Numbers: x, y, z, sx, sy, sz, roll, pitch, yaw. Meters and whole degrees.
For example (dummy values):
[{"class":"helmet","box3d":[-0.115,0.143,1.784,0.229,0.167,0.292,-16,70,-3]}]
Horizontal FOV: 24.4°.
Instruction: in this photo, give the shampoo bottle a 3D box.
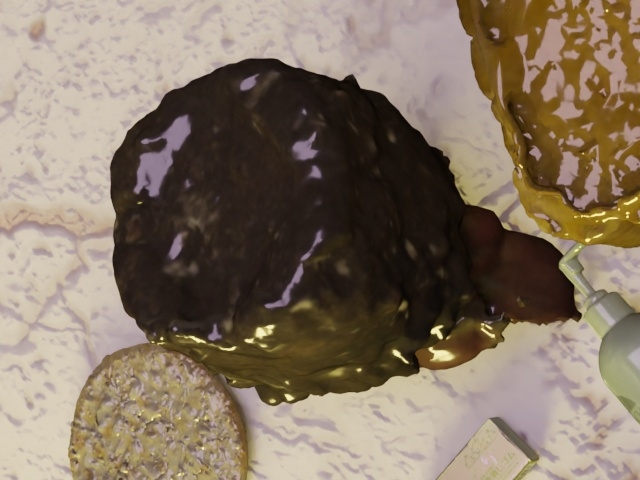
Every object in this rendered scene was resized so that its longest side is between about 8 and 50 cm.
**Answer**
[{"class":"shampoo bottle","box3d":[0.197,0.083,0.823,0.056,0.056,0.195,-46,67,19]}]

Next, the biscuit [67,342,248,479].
[{"class":"biscuit","box3d":[-0.111,0.144,1.007,0.152,0.020,0.152,0,90,28]}]

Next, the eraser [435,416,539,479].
[{"class":"eraser","box3d":[0.092,0.149,0.897,0.038,0.019,0.083,45,109,21]}]

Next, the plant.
[{"class":"plant","box3d":[0.000,0.000,0.850,0.204,0.234,0.178,-19,71,32]}]

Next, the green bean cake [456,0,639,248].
[{"class":"green bean cake","box3d":[0.201,-0.125,0.786,0.229,0.131,0.224,-19,77,30]}]
